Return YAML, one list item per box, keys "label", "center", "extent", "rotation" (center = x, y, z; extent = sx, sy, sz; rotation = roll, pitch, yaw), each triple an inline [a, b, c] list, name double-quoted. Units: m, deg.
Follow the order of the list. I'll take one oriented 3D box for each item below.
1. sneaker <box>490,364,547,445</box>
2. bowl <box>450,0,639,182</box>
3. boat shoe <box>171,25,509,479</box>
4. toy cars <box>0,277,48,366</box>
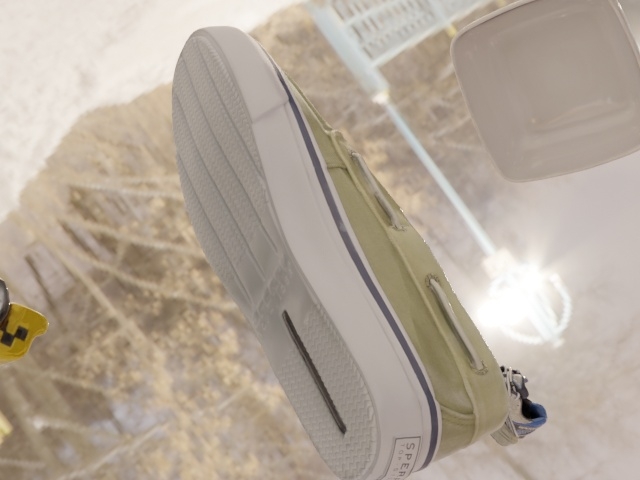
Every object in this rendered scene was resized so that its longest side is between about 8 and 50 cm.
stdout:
- label: "sneaker"
  center: [0.161, 0.132, 1.087]
  extent: [0.058, 0.135, 0.052]
  rotation: [-27, -149, 34]
- label: "bowl"
  center: [0.188, -0.127, 0.927]
  extent: [0.142, 0.142, 0.053]
  rotation: [-15, -164, 32]
- label: "boat shoe"
  center: [0.000, 0.000, 0.671]
  extent: [0.094, 0.302, 0.109]
  rotation: [-6, 147, -33]
- label: "toy cars"
  center: [-0.279, -0.004, 0.583]
  extent: [0.393, 0.176, 0.087]
  rotation: [70, 30, -59]
